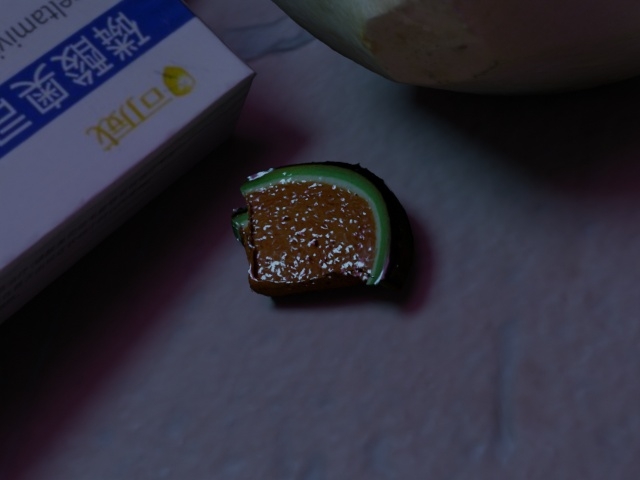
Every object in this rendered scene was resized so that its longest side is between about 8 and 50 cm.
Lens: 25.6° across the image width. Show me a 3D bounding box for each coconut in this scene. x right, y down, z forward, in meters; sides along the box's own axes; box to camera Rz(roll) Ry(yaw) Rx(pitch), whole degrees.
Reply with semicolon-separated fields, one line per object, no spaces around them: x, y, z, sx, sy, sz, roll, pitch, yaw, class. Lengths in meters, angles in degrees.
0.075;-0.153;0.604;0.236;0.197;0.237;-24;39;21;coconut

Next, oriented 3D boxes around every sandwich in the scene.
-0.001;-0.003;0.624;0.101;0.026;0.069;-1;52;31;sandwich

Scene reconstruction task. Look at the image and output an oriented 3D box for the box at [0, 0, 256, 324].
-0.214;-0.035;0.616;0.200;0.065;0.343;45;61;6;box
